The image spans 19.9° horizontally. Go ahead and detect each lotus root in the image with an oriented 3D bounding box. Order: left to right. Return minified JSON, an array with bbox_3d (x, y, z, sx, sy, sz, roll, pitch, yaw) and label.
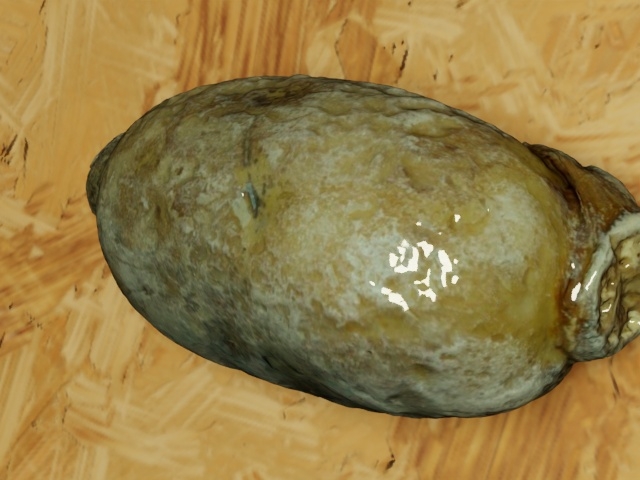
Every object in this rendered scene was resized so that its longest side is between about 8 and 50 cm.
[{"bbox_3d":[-0.001,0.002,0.956,0.349,0.175,0.175,11,89,34],"label":"lotus root"}]
